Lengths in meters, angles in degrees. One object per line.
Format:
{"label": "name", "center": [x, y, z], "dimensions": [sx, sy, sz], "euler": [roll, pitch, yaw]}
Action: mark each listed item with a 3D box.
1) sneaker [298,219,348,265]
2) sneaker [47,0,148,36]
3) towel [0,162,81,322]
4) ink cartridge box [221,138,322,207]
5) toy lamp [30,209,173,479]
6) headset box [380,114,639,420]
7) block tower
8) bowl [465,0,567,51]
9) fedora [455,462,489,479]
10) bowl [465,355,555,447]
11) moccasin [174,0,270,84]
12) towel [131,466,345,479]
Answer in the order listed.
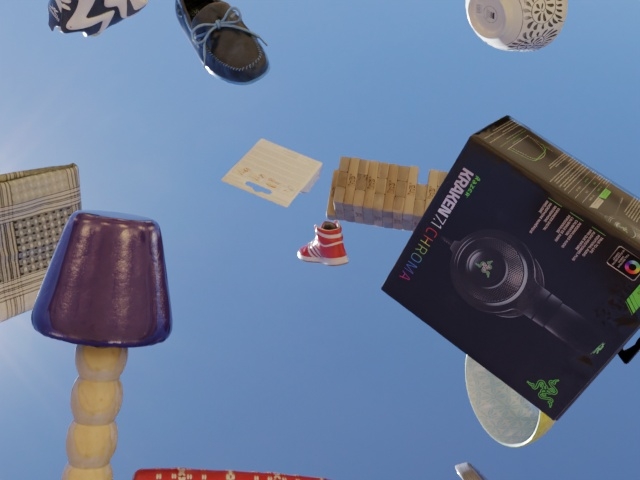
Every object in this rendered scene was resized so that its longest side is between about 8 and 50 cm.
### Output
{"label": "sneaker", "center": [0.000, 0.000, 1.116], "dimensions": [0.042, 0.066, 0.118], "euler": [-16, -167, -31]}
{"label": "sneaker", "center": [-0.408, -0.399, 1.159], "dimensions": [0.235, 0.153, 0.094], "euler": [15, -137, -61]}
{"label": "towel", "center": [-0.627, 0.012, 1.499], "dimensions": [0.056, 0.312, 0.324], "euler": [24, -152, 32]}
{"label": "ink cartridge box", "center": [-0.094, -0.123, 1.445], "dimensions": [0.146, 0.045, 0.179], "euler": [23, -137, 10]}
{"label": "toy lamp", "center": [-0.133, 0.120, 0.415], "dimensions": [0.080, 0.274, 0.080], "euler": [8, -177, 0]}
{"label": "headset box", "center": [0.258, 0.036, 0.869], "dimensions": [0.283, 0.246, 0.131], "euler": [38, -144, 15]}
{"label": "block tower", "center": [0.179, -0.067, 1.248], "dimensions": [0.336, 0.097, 0.090], "euler": [8, -109, 8]}
{"label": "bowl", "center": [0.273, -0.351, 1.092], "dimensions": [0.080, 0.170, 0.170], "euler": [-33, -116, -28]}
{"label": "fedora", "center": [0.288, 0.505, 1.233], "dimensions": [0.275, 0.124, 0.243], "euler": [47, -178, -44]}
{"label": "bowl", "center": [0.498, 0.345, 1.776], "dimensions": [0.156, 0.289, 0.289], "euler": [-5, -132, -24]}
{"label": "moccasin", "center": [-0.234, -0.448, 1.556], "dimensions": [0.138, 0.116, 0.342], "euler": [-37, -125, -14]}
{"label": "towel", "center": [-0.007, 0.245, 0.502], "dimensions": [0.275, 0.198, 0.031], "euler": [11, -157, -17]}
